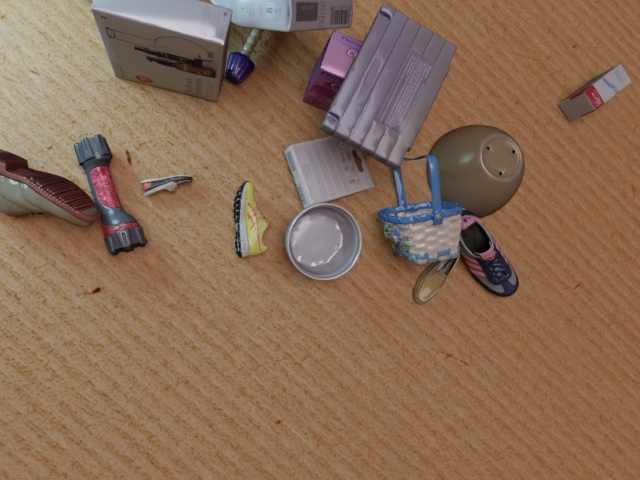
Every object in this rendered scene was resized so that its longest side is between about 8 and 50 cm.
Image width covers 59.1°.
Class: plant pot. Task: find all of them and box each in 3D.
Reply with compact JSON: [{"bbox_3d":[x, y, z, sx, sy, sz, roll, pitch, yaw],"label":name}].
[{"bbox_3d":[0.477,-0.218,1.641,0.284,0.191,0.284,2,82,-12],"label":"plant pot"}]

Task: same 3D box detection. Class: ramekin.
[{"bbox_3d":[0.000,0.000,1.533,0.207,0.109,0.207,-1,95,-15],"label":"ramekin"}]

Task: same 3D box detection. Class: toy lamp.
[{"bbox_3d":[-0.187,-0.566,1.592,0.080,0.080,0.274,28,78,-8],"label":"toy lamp"}]

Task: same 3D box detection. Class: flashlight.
[{"bbox_3d":[-0.538,-0.118,1.444,0.103,0.103,0.304,-18,88,-13],"label":"flashlight"}]

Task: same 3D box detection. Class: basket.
[{"bbox_3d":[0.272,-0.088,1.546,0.201,0.255,0.289,-6,96,-11],"label":"basket"}]

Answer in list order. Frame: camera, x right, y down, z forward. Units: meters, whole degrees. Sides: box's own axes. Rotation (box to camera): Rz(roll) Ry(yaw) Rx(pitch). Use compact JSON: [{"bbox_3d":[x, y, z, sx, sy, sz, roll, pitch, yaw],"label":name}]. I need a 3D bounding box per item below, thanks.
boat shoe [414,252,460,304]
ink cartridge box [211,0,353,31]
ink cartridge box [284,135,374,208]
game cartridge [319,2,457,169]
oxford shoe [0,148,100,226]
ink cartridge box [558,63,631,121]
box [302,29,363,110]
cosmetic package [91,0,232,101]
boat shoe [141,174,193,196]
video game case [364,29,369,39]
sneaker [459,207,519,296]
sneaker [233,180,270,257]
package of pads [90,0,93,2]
[{"bbox_3d":[0.338,0.101,1.630,0.068,0.072,0.190,36,77,-6],"label":"boat shoe"},{"bbox_3d":[-0.155,-0.588,1.422,0.385,0.308,0.091,15,118,26],"label":"ink cartridge box"},{"bbox_3d":[0.027,-0.204,1.620,0.225,0.056,0.181,-18,87,-32],"label":"ink cartridge box"},{"bbox_3d":[0.175,-0.381,1.413,0.230,0.068,0.355,28,83,-13],"label":"game cartridge"},{"bbox_3d":[-0.706,-0.106,1.395,0.348,0.123,0.130,28,105,8],"label":"oxford shoe"},{"bbox_3d":[0.870,-0.467,1.792,0.175,0.127,0.072,-36,93,-14],"label":"ink cartridge box"},{"bbox_3d":[0.088,-0.435,1.553,0.214,0.243,0.117,20,79,-10],"label":"box"},{"bbox_3d":[-0.375,-0.475,1.383,0.284,0.377,0.097,14,81,-10],"label":"cosmetic package"},{"bbox_3d":[-0.406,-0.148,1.505,0.137,0.049,0.043,-11,89,-11],"label":"boat shoe"},{"bbox_3d":[0.211,-0.528,1.706,0.190,0.022,0.173,15,80,-10],"label":"video game case"},{"bbox_3d":[0.472,0.051,1.617,0.112,0.131,0.319,-40,102,7],"label":"sneaker"},{"bbox_3d":[-0.184,-0.058,1.536,0.094,0.081,0.208,-1,90,-20],"label":"sneaker"},{"bbox_3d":[-0.486,-0.712,1.530,0.297,0.101,0.229,22,78,-9],"label":"package of pads"}]
